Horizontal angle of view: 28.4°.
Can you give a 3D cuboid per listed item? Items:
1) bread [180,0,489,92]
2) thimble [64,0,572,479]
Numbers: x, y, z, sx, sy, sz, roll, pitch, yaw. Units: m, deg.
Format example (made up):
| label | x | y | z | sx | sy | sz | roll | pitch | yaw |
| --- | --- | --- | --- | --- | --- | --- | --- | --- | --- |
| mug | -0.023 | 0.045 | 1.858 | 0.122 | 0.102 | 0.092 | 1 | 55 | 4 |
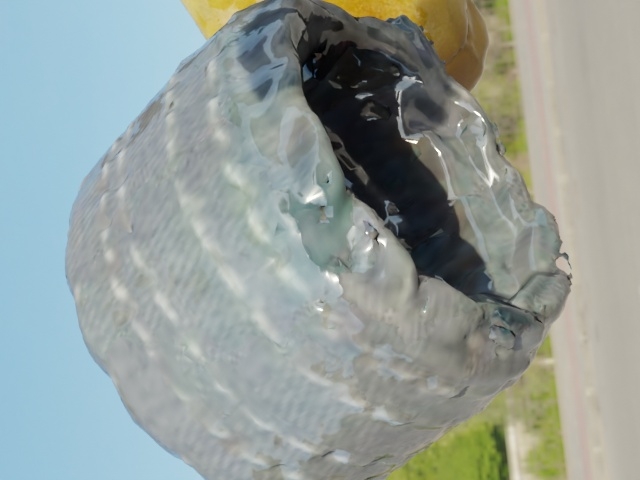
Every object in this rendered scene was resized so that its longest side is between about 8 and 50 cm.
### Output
| label | x | y | z | sx | sy | sz | roll | pitch | yaw |
| --- | --- | --- | --- | --- | --- | --- | --- | --- | --- |
| bread | -0.016 | -0.198 | 0.804 | 0.294 | 0.167 | 0.132 | 59 | -169 | -20 |
| thimble | 0.000 | 0.000 | 0.632 | 0.205 | 0.172 | 0.236 | 25 | -145 | -35 |
